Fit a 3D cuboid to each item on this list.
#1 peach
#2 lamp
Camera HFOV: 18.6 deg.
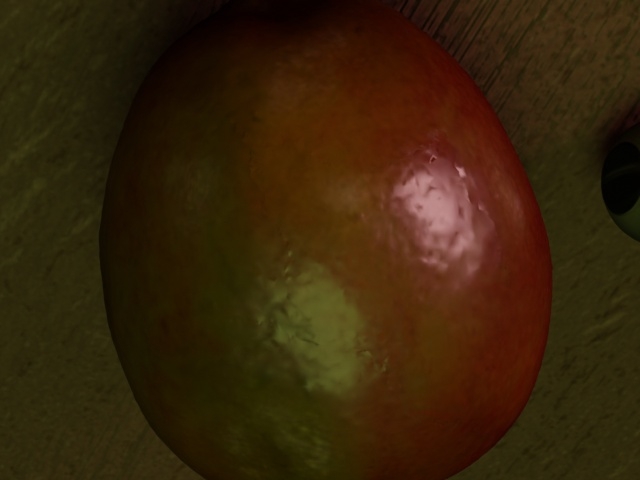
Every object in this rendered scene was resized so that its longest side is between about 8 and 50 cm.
[{"bbox_3d":[0.000,0.000,1.235,0.308,0.308,0.332,-10,98,5],"label":"peach"},{"bbox_3d":[0.276,-0.039,1.356,0.163,0.091,0.091,2,131,-26],"label":"lamp"}]
